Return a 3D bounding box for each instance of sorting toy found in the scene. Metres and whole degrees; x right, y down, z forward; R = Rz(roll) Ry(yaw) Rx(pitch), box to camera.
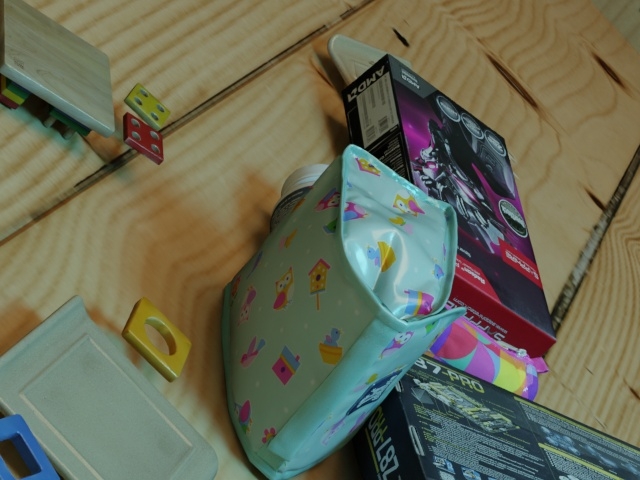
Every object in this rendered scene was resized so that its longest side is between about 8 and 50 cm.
[{"bbox_3d":[-0.179,0.155,1.468,0.196,0.047,0.348,51,24,-4],"label":"sorting toy"},{"bbox_3d":[-0.263,-0.159,1.798,0.274,0.046,0.132,32,28,-31],"label":"sorting toy"},{"bbox_3d":[0.099,-0.169,2.441,0.193,0.038,0.208,13,46,-52],"label":"sorting toy"}]

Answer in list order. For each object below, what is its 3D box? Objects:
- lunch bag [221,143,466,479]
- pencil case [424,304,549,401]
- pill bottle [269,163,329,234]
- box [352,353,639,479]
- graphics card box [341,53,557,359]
[{"bbox_3d":[0.016,0.076,1.689,0.160,0.223,0.262,31,28,-18],"label":"lunch bag"},{"bbox_3d":[0.134,0.119,1.978,0.236,0.104,0.104,31,29,-32],"label":"pencil case"},{"bbox_3d":[0.000,0.000,1.923,0.108,0.108,0.180,36,26,-25],"label":"pill bottle"},{"bbox_3d":[0.225,0.264,1.749,0.395,0.097,0.318,24,21,-18],"label":"box"},{"bbox_3d":[0.151,-0.034,2.214,0.233,0.094,0.371,32,32,-32],"label":"graphics card box"}]
